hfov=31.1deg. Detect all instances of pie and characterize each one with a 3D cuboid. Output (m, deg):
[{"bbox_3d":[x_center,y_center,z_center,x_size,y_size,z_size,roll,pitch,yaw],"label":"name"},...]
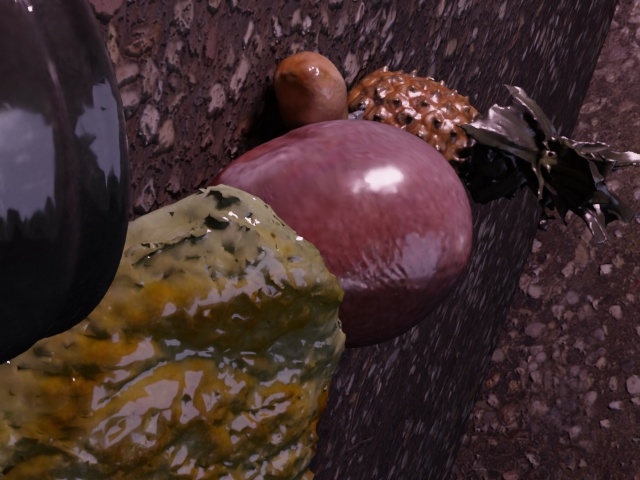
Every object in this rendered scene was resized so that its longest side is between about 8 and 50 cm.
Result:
[{"bbox_3d":[-0.157,0.165,0.895,0.395,0.180,0.418,-27,136,-28],"label":"pie"}]

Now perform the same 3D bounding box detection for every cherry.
[{"bbox_3d":[0.000,0.000,1.090,0.307,0.261,0.221,-17,90,-36],"label":"cherry"}]

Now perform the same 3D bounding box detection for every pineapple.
[{"bbox_3d":[0.206,-0.105,1.353,0.165,0.365,0.165,14,90,-70],"label":"pineapple"}]

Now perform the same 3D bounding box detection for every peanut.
[{"bbox_3d":[-0.009,-0.138,1.172,0.076,0.076,0.152,-64,163,-15],"label":"peanut"}]

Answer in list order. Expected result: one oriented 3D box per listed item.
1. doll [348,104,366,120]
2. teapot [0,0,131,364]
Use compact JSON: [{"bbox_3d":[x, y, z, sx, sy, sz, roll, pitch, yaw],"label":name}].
[{"bbox_3d":[0.014,-0.112,1.317,0.114,0.039,0.057,-52,125,-11],"label":"doll"},{"bbox_3d":[-0.225,-0.066,0.440,0.239,0.239,0.321,-27,141,-44],"label":"teapot"}]
